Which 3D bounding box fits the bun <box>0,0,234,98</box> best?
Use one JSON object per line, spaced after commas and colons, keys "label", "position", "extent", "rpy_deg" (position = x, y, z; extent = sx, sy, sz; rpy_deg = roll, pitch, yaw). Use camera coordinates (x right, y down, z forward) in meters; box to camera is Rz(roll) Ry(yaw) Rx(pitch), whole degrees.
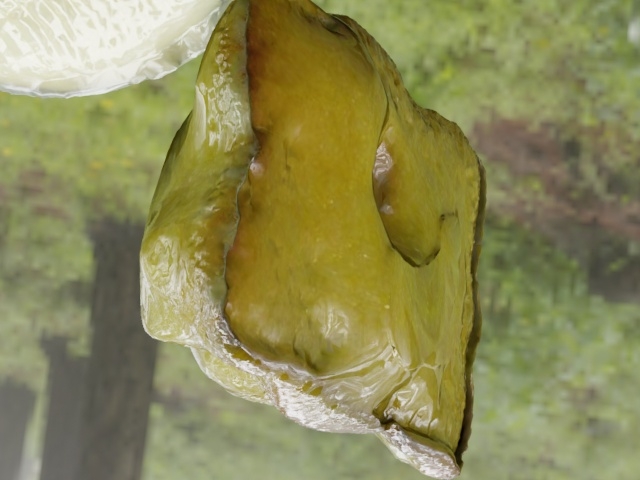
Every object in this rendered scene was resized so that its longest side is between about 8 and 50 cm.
{"label": "bun", "position": [-0.143, -0.208, 1.017], "extent": [0.259, 0.152, 0.259], "rpy_deg": [-2, 135, -2]}

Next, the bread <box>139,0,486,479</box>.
{"label": "bread", "position": [0.000, 0.000, 0.745], "extent": [0.088, 0.161, 0.233], "rpy_deg": [-9, 157, 20]}
